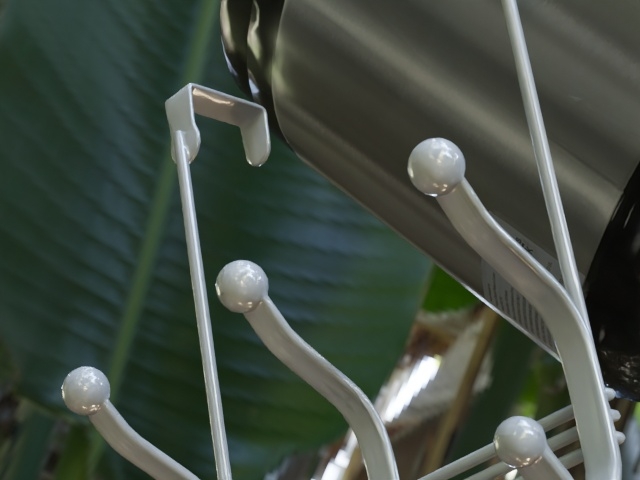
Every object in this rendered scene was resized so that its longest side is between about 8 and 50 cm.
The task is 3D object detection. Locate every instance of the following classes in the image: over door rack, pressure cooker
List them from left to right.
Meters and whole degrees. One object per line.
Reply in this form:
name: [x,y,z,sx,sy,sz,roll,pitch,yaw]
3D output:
over door rack: [0.000,0.000,0.759,0.108,0.324,0.239,29,-44,-34]
pressure cooker: [0.145,-0.154,1.056,0.420,0.375,0.370,38,-62,26]
